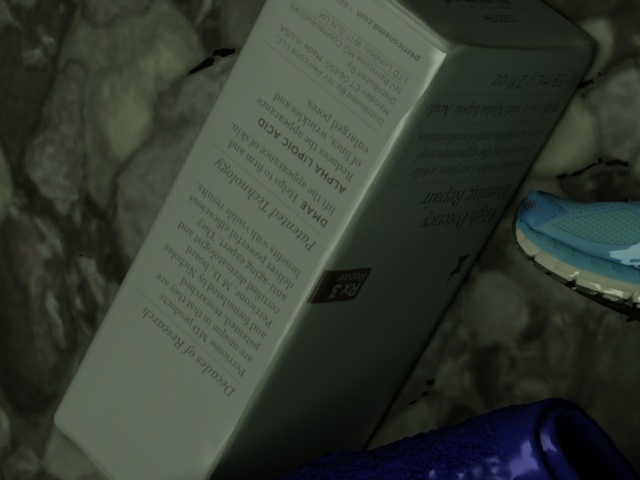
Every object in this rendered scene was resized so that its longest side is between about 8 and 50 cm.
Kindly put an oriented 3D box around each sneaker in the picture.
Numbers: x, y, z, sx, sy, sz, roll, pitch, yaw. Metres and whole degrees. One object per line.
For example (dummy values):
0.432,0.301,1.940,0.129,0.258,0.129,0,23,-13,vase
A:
0.149,-0.002,0.714,0.162,0.063,0.073,10,83,29,sneaker

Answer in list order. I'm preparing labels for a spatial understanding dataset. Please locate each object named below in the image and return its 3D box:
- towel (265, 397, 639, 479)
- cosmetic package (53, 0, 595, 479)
0.016,0.180,0.733,0.308,0.076,0.227,-20,123,35,towel
0.000,0.000,0.771,0.085,0.117,0.231,39,116,27,cosmetic package
